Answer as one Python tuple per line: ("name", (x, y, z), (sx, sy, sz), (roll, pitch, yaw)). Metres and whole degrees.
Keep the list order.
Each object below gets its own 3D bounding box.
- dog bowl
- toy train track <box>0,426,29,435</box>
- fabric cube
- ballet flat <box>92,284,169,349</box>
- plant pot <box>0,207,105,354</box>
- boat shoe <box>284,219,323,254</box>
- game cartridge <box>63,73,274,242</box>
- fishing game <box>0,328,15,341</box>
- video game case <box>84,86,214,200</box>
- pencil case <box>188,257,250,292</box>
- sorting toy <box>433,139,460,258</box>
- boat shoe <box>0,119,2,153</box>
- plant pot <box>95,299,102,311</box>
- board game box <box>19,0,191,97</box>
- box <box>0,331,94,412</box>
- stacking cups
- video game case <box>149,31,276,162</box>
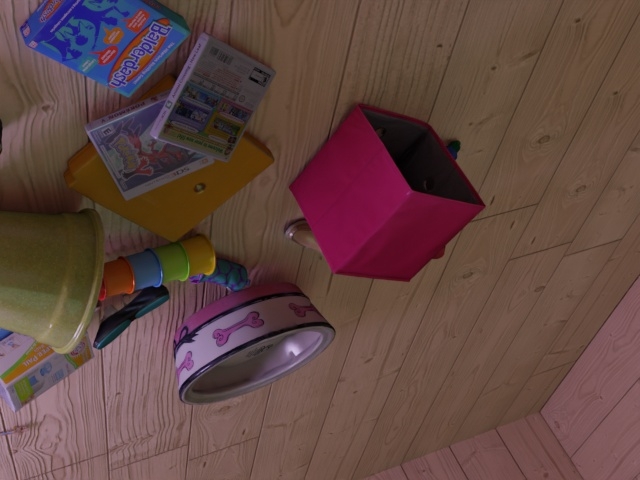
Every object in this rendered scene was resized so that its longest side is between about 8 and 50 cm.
("dog bowl", (-0.177, 0.246, 2.124), (0.408, 0.150, 0.408), (-23, 159, -9))
("toy train track", (-0.772, 0.476, 2.166), (0.083, 0.014, 0.048), (-8, 150, -21))
("fabric cube", (0.138, -0.095, 1.852), (0.254, 0.259, 0.258), (6, 136, -44))
("ballet flat", (-0.429, 0.156, 1.912), (0.203, 0.074, 0.074), (-38, 151, -17))
("plant pot", (-0.554, 0.052, 1.541), (0.254, 0.276, 0.276), (13, 130, -33))
("boat shoe", (0.000, 0.000, 2.047), (0.190, 0.072, 0.068), (8, 133, -44))
("game cartridge", (-0.284, -0.145, 1.652), (0.285, 0.052, 0.324), (-37, 145, 13))
("fishing game", (-0.691, 0.243, 1.850), (0.189, 0.041, 0.264), (-48, 156, 4))
("video game case", (-0.297, -0.170, 1.542), (0.183, 0.023, 0.201), (-25, 146, -6))
("pencil case", (-0.233, 0.076, 1.975), (0.064, 0.070, 0.152), (1, 168, 40))
("sorting toy", (0.298, -0.111, 2.132), (0.126, 0.127, 0.365), (-47, 155, -31))
("boat shoe", (-0.604, -0.162, 1.347), (0.223, 0.080, 0.073), (-10, 135, -41))
("plant pot", (-0.521, 0.118, 1.781), (0.109, 0.109, 0.096), (-9, 155, -29))
("board game box", (-0.331, -0.327, 1.353), (0.160, 0.047, 0.210), (-42, 147, 19))
("box", (-0.597, 0.246, 1.840), (0.203, 0.103, 0.114), (-36, 153, -29))
("stacking cups", (-0.374, 0.065, 1.787), (0.316, 0.096, 0.096), (-17, 147, -33))
("video game case", (-0.183, -0.243, 1.517), (0.193, 0.023, 0.212), (-60, 152, 9))
